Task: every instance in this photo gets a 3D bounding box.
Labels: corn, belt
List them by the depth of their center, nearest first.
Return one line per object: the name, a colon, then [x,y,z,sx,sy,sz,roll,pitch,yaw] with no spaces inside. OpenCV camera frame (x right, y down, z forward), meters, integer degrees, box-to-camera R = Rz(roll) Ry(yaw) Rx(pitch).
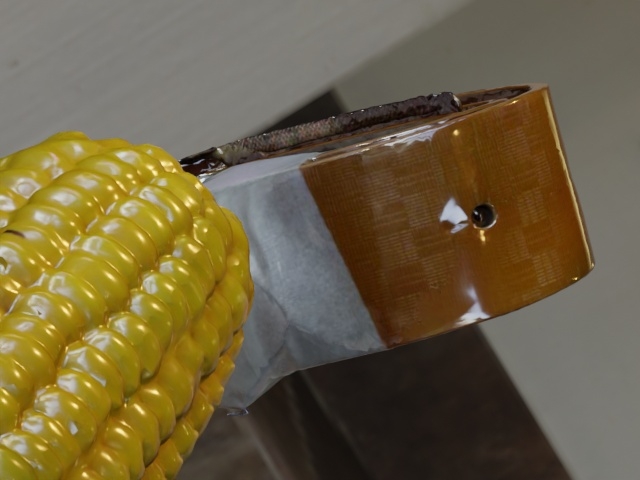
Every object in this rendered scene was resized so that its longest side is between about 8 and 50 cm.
corn: [-0.122,0.089,0.495,0.120,0.120,0.363,57,38,-21]
belt: [0.000,0.000,0.813,0.184,0.261,0.105,-28,104,-50]
